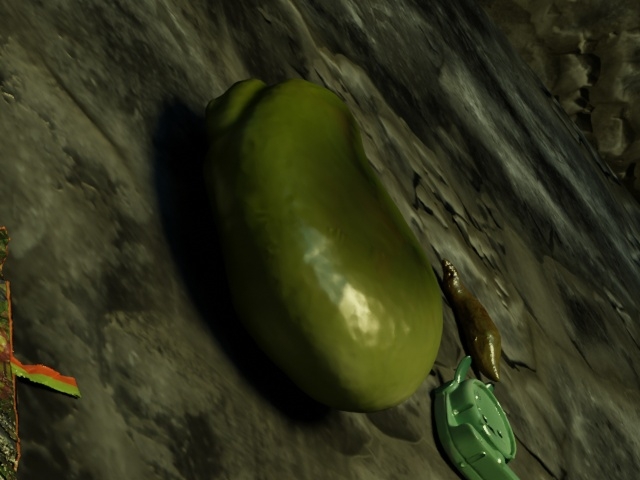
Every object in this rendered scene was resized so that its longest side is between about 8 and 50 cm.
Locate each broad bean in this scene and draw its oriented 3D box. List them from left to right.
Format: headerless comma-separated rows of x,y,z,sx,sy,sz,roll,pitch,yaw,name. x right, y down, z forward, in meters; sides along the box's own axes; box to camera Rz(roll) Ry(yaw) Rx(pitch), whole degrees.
0.001,0.000,1.010,0.238,0.119,0.291,31,35,-54,broad bean

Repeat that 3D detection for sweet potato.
0.167,0.088,1.411,0.041,0.038,0.153,71,-2,-60,sweet potato

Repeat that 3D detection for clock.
0.147,0.173,1.229,0.101,0.041,0.135,47,23,-30,clock

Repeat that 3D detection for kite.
-0.175,0.055,0.668,0.159,0.010,0.190,41,28,-46,kite
